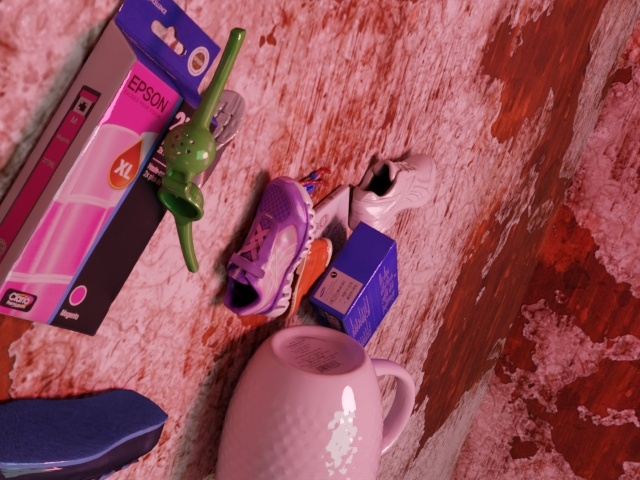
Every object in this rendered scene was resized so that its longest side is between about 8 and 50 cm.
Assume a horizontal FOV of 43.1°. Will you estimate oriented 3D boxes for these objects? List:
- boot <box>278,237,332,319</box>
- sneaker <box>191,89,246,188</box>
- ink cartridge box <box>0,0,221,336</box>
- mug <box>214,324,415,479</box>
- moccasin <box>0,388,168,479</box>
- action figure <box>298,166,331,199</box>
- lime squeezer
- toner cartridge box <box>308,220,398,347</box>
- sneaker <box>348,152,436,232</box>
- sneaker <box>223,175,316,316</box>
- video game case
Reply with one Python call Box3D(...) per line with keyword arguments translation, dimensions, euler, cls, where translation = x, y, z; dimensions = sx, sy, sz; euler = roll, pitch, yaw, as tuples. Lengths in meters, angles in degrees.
Box3D(translation=(-0.028, 0.063, 1.331), dimensions=(0.085, 0.059, 0.158), euler=(-11, 132, -40), cls="boot")
Box3D(translation=(-0.146, -0.114, 0.995), dimensions=(0.158, 0.061, 0.065), euler=(-58, -179, -6), cls="sneaker")
Box3D(translation=(-0.220, -0.081, 0.869), dimensions=(0.370, 0.069, 0.176), euler=(-62, 155, -4), cls="ink cartridge box")
Box3D(translation=(0.010, 0.319, 1.397), dimensions=(0.374, 0.276, 0.328), euler=(-7, 118, -34), cls="mug")
Box3D(translation=(-0.302, 0.267, 0.976), dimensions=(0.116, 0.138, 0.342), euler=(-61, 154, 8), cls="moccasin")
Box3D(translation=(-0.023, -0.081, 1.264), dimensions=(0.115, 0.030, 0.038), euler=(-31, 146, -43), cls="action figure")
Box3D(translation=(-0.145, -0.077, 0.899), dimensions=(0.110, 0.059, 0.310), euler=(-85, -172, -62), cls="lime squeezer")
Box3D(translation=(0.070, 0.103, 1.487), dimensions=(0.165, 0.075, 0.348), euler=(-54, 164, -13), cls="toner cartridge box")
Box3D(translation=(0.139, -0.107, 1.466), dimensions=(0.232, 0.090, 0.115), euler=(-43, 145, -36), cls="sneaker")
Box3D(translation=(-0.084, 0.019, 1.186), dimensions=(0.105, 0.095, 0.236), euler=(-14, 129, -47), cls="sneaker")
Box3D(translation=(0.000, 0.000, 1.393), dimensions=(0.143, 0.019, 0.157), euler=(-42, 147, -35), cls="video game case")
